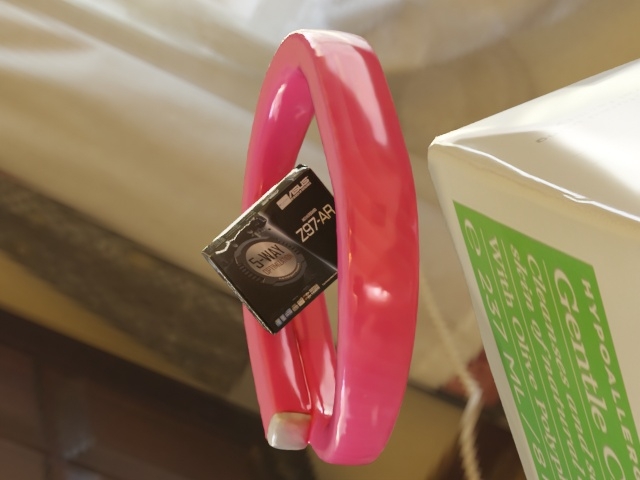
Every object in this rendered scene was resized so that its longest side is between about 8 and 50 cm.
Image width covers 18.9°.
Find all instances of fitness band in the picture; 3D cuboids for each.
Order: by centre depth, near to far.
[{"bbox_3d":[0.000,0.000,1.149,0.291,0.054,0.209,-105,22,-50],"label":"fitness band"}]

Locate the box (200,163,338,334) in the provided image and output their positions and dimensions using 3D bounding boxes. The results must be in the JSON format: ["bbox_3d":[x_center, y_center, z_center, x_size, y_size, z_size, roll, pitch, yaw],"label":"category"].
[{"bbox_3d":[-0.020,0.005,1.164,0.083,0.067,0.018,-41,20,-9],"label":"box"}]

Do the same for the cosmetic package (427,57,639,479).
[{"bbox_3d":[0.166,0.066,0.323,0.365,0.155,0.197,-146,37,-74],"label":"cosmetic package"}]
